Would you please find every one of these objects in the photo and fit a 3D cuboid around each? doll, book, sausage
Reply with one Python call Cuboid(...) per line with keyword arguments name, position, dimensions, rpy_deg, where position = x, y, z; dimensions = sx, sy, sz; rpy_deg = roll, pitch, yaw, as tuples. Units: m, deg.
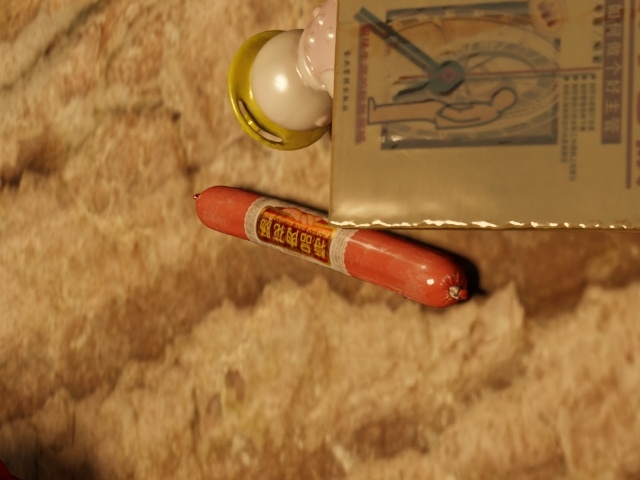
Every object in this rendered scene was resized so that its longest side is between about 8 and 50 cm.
Cuboid(name="doll", position=(0.016, -0.112, 0.983), dimensions=(0.207, 0.081, 0.129), rpy_deg=(-33, 32, 43))
Cuboid(name="book", position=(0.113, -0.081, 0.852), dimensions=(0.231, 0.026, 0.161), rpy_deg=(0, 84, 25))
Cuboid(name="sausage", position=(0.000, 0.000, 1.023), dimensions=(0.253, 0.034, 0.034), rpy_deg=(18, 97, 48))

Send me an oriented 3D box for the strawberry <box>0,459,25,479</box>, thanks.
Cuboid(name="strawberry", position=(-0.315, 0.282, 1.131), dimensions=(0.345, 0.318, 0.295), rpy_deg=(-49, 38, 48))
